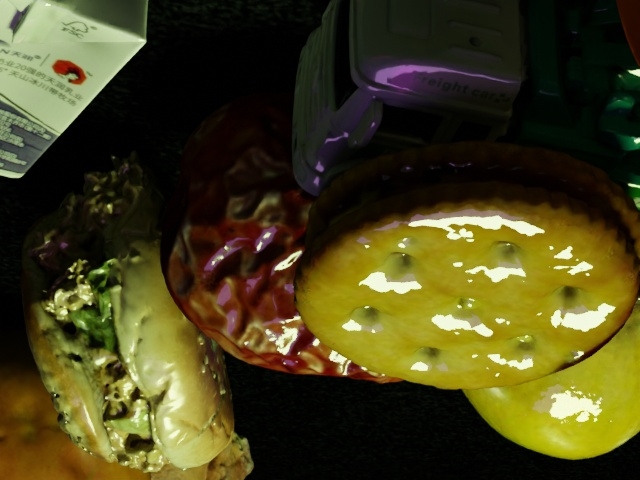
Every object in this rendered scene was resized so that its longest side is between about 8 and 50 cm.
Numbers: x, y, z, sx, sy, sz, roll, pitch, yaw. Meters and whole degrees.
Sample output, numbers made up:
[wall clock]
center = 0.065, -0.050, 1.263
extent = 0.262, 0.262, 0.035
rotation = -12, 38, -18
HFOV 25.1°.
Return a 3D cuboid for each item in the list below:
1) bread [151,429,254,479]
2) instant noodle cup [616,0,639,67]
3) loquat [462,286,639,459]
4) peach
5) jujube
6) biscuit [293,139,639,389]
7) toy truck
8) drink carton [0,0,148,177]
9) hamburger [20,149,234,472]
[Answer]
[bread]
center = -0.206, 0.297, 1.850
extent = 0.244, 0.123, 0.190
rotation = 0, 156, 11
[instant noodle cup]
center = 0.265, -0.177, 0.646
extent = 0.192, 0.250, 0.250
rotation = 1, 156, -11
[loquat]
center = 0.218, 0.071, 1.202
extent = 0.213, 0.213, 0.246
rotation = 10, 157, -9
[peach]
center = -0.348, 0.255, 1.565
extent = 0.302, 0.342, 0.343
rotation = -6, 158, -18
[jujube]
center = 0.000, 0.000, 1.080
extent = 0.232, 0.213, 0.213
rotation = 13, 154, -14
[biscuit]
center = 0.093, 0.020, 0.891
extent = 0.220, 0.066, 0.220
rotation = 4, 146, 3
[toy truck]
center = 0.169, -0.085, 0.935
extent = 0.363, 0.176, 0.178
rotation = 9, 146, -8
[drink carton]
center = -0.186, -0.147, 0.899
extent = 0.102, 0.134, 0.222
rotation = 20, 151, -26
[hamburger]
center = -0.158, 0.061, 1.222
extent = 0.146, 0.243, 0.286
rotation = -16, 111, 4
